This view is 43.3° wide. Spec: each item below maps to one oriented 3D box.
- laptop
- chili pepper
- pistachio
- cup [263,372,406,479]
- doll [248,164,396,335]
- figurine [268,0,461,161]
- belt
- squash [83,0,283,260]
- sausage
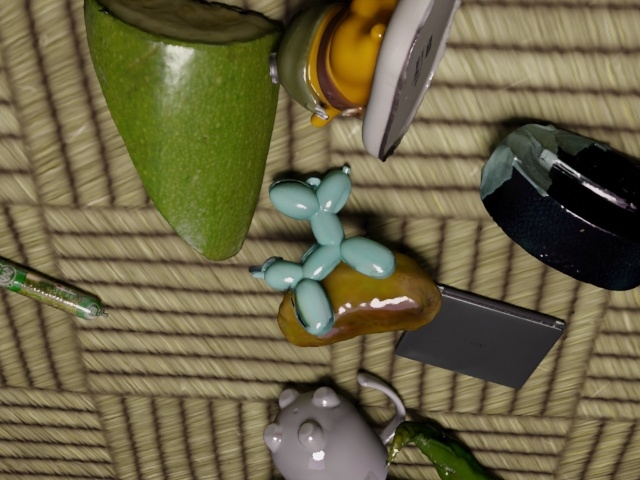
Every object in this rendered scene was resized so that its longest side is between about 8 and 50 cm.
[{"bbox_3d":[0.197,0.122,1.006,0.180,0.016,0.129,17,128,-8],"label":"laptop"},{"bbox_3d":[0.205,0.346,1.143,0.359,0.076,0.085,40,87,-30],"label":"chili pepper"},{"bbox_3d":[0.042,0.061,0.922,0.190,0.100,0.110,-13,106,14],"label":"pistachio"},{"bbox_3d":[0.019,0.262,1.061,0.174,0.134,0.142,-20,123,21],"label":"cup"},{"bbox_3d":[0.000,0.000,0.855,0.158,0.059,0.159,42,91,12],"label":"doll"},{"bbox_3d":[0.029,-0.175,0.680,0.141,0.166,0.250,26,167,7],"label":"figurine"},{"bbox_3d":[0.253,-0.039,0.788,0.199,0.151,0.078,24,132,-2],"label":"belt"},{"bbox_3d":[-0.154,-0.094,0.806,0.203,0.111,0.288,15,130,-5],"label":"squash"},{"bbox_3d":[-0.386,0.041,0.981,0.269,0.032,0.032,24,127,-14],"label":"sausage"}]
